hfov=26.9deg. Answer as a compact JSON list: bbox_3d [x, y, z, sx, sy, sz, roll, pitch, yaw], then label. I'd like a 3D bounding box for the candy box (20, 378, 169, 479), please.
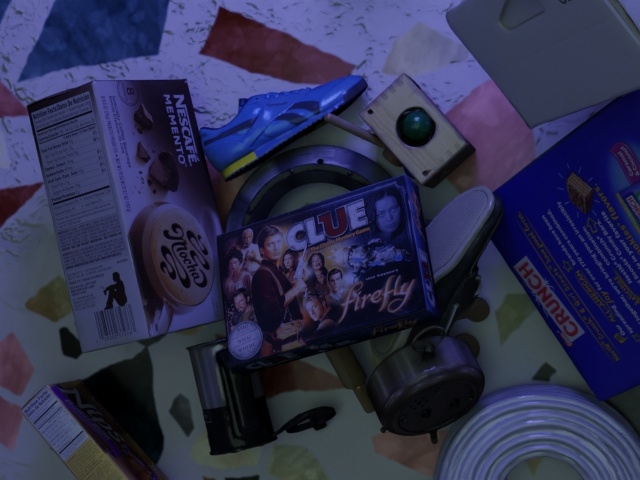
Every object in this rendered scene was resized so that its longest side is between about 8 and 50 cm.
[{"bbox_3d":[-0.268,0.254,1.623,0.053,0.109,0.186,-43,79,8],"label":"candy box"}]

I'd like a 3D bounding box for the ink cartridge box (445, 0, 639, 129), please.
[{"bbox_3d":[0.350,-0.300,1.338,0.385,0.279,0.160,-40,97,-18],"label":"ink cartridge box"}]

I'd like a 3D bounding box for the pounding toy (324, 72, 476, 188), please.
[{"bbox_3d":[0.094,-0.122,1.536,0.100,0.141,0.130,-42,83,9],"label":"pounding toy"}]

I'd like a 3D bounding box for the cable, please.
[{"bbox_3d":[0.254,0.294,1.534,0.257,0.089,0.257,20,94,10],"label":"cable"}]

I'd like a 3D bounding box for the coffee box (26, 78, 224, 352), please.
[{"bbox_3d":[-0.217,-0.034,1.571,0.119,0.168,0.297,-15,87,36],"label":"coffee box"}]

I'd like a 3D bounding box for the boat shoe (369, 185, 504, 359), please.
[{"bbox_3d":[0.142,0.041,1.503,0.079,0.084,0.233,19,113,-26],"label":"boat shoe"}]

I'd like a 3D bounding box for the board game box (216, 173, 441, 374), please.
[{"bbox_3d":[0.004,0.040,1.497,0.243,0.042,0.165,-18,64,21],"label":"board game box"}]

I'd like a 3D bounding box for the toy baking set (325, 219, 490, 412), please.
[{"bbox_3d":[0.083,0.078,1.572,0.197,0.030,0.256,-34,104,0],"label":"toy baking set"}]

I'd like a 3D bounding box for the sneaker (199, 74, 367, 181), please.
[{"bbox_3d":[-0.047,-0.154,1.590,0.209,0.069,0.082,-30,86,1],"label":"sneaker"}]

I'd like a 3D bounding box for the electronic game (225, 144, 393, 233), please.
[{"bbox_3d":[0.000,0.000,1.602,0.229,0.048,0.229,1,96,5],"label":"electronic game"}]

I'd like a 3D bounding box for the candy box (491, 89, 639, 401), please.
[{"bbox_3d":[0.346,-0.010,1.411,0.268,0.122,0.317,56,142,5],"label":"candy box"}]

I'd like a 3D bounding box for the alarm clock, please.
[{"bbox_3d":[0.120,0.156,1.501,0.129,0.192,0.064,-18,50,-10],"label":"alarm clock"}]

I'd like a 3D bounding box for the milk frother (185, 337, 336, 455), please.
[{"bbox_3d":[-0.071,0.175,1.604,0.143,0.129,0.134,-12,88,-32],"label":"milk frother"}]
